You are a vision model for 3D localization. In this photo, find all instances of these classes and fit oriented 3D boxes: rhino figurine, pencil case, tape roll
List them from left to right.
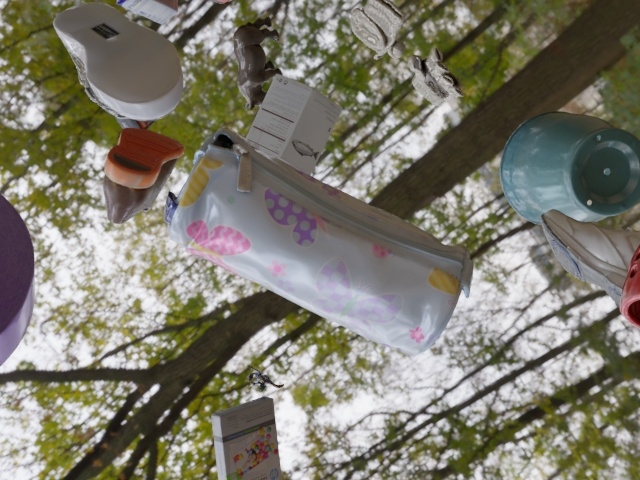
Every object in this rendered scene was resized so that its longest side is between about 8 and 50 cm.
[{"bbox_3d":[-0.472,0.047,0.801,0.274,0.090,0.275,11,-125,-16],"label":"tape roll"},{"bbox_3d":[-0.152,-0.401,1.677,0.106,0.243,0.073,-17,-152,-26],"label":"rhino figurine"},{"bbox_3d":[0.000,0.000,0.646,0.273,0.124,0.113,28,-145,-2],"label":"pencil case"}]

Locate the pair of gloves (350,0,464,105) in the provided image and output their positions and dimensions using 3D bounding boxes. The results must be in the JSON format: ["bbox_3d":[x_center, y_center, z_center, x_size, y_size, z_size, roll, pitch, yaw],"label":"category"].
[{"bbox_3d":[0.148,-0.328,1.250,0.240,0.042,0.204,42,177,-9],"label":"pair of gloves"}]

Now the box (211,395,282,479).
[{"bbox_3d":[-0.158,0.447,1.519,0.145,0.038,0.186,-8,-85,-42],"label":"box"}]

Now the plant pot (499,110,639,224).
[{"bbox_3d":[0.573,-0.152,1.550,0.271,0.271,0.255,46,180,-11],"label":"plant pot"}]

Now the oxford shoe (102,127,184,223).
[{"bbox_3d":[-0.376,-0.143,1.459,0.130,0.133,0.364,20,-160,-3],"label":"oxford shoe"}]

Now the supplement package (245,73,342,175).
[{"bbox_3d":[-0.058,-0.201,1.322,0.105,0.179,0.105,29,-174,34],"label":"supplement package"}]

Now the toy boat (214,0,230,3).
[{"bbox_3d":[-0.306,-0.656,1.712,0.151,0.151,0.231,-3,-119,-54],"label":"toy boat"}]

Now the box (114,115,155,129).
[{"bbox_3d":[-0.484,-0.380,1.715,0.233,0.044,0.159,58,-157,-22],"label":"box"}]

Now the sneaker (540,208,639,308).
[{"bbox_3d":[0.537,0.025,1.310,0.297,0.129,0.111,45,175,39],"label":"sneaker"}]

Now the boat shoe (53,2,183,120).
[{"bbox_3d":[-0.247,-0.203,0.877,0.301,0.108,0.102,40,152,41],"label":"boat shoe"}]

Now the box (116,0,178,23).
[{"bbox_3d":[-0.429,-0.629,1.745,0.137,0.072,0.126,15,-117,-46],"label":"box"}]

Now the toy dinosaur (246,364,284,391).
[{"bbox_3d":[-0.140,0.331,1.655,0.090,0.047,0.082,25,178,-14],"label":"toy dinosaur"}]

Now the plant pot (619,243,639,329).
[{"bbox_3d":[0.571,0.049,1.070,0.191,0.191,0.174,36,-116,-29],"label":"plant pot"}]
